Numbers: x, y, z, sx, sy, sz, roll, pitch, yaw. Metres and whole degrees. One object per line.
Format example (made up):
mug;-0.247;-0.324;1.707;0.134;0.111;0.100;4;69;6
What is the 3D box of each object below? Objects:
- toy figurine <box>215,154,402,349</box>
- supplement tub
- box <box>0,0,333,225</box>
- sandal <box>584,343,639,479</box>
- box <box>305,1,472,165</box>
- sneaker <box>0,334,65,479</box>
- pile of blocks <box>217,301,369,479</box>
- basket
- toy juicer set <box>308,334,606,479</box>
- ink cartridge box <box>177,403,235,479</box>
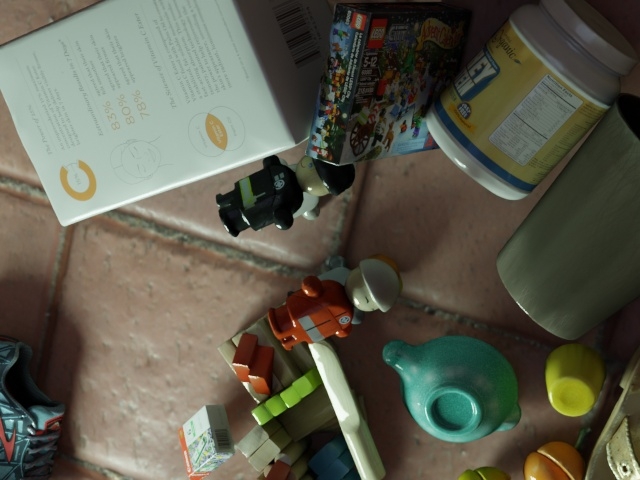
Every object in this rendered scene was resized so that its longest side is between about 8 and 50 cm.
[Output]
toy figurine;0.000;0.000;1.853;0.148;0.209;0.213;-25;89;9
supplement tub;0.224;-0.157;1.781;0.144;0.144;0.200;44;110;6
box;-0.158;-0.178;1.839;0.345;0.168;0.215;-16;101;34
sandal;0.352;0.229;1.839;0.088;0.079;0.240;9;104;-11
box;0.075;-0.169;1.779;0.044;0.233;0.159;20;107;27
sneaker;-0.370;0.244;2.079;0.125;0.104;0.262;-18;95;18
pile of blocks;-0.024;0.251;1.962;0.149;0.112;0.362;-10;98;20
basket;0.306;-0.014;1.780;0.204;0.154;0.227;32;118;-25
toy juicer set;0.153;0.204;1.916;0.329;0.089;0.209;5;116;9
ink cartridge box;-0.144;0.246;2.007;0.115;0.029;0.063;-43;54;47
